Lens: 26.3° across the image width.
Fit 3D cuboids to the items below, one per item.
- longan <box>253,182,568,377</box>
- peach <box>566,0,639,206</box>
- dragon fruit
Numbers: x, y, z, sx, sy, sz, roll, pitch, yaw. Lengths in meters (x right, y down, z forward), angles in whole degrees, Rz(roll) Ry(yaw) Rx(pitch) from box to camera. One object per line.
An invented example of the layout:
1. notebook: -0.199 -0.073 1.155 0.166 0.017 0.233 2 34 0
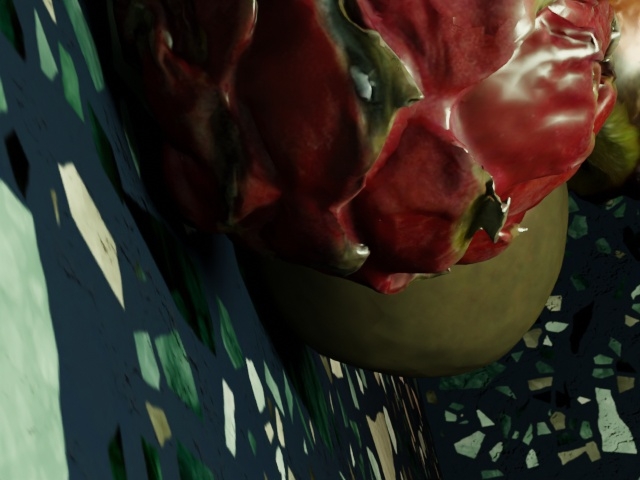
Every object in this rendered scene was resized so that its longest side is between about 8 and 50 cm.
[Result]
1. longan: 0.076 -0.030 1.168 0.297 0.297 0.297 -16 90 -85
2. peach: 0.235 -0.225 1.241 0.339 0.353 0.416 42 38 -25
3. dragon fruit: 0.031 -0.121 0.874 0.329 0.329 0.329 -16 90 -85
